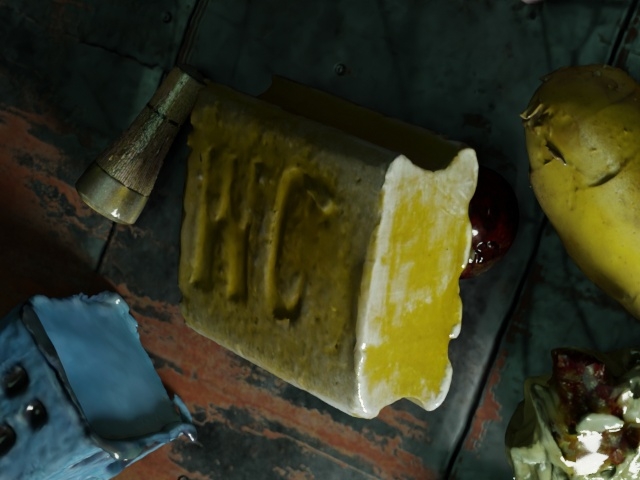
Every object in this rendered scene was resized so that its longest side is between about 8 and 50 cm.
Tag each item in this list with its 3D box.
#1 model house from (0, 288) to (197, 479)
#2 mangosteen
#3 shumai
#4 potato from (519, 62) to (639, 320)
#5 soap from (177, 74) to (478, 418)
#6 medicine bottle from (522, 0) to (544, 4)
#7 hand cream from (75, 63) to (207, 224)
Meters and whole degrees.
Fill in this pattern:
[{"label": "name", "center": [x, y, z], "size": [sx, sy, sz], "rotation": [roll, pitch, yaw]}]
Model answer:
[{"label": "model house", "center": [-0.341, 0.212, 2.076], "size": [0.303, 0.237, 0.215], "rotation": [-32, 78, 20]}, {"label": "mangosteen", "center": [0.146, -0.029, 1.940], "size": [0.140, 0.140, 0.140], "rotation": [0, 90, 23]}, {"label": "shumai", "center": [0.296, 0.202, 1.823], "size": [0.256, 0.218, 0.189], "rotation": [-25, 72, 21]}, {"label": "potato", "center": [0.317, -0.046, 1.850], "size": [0.173, 0.140, 0.300], "rotation": [-36, 82, 12]}, {"label": "soap", "center": [0.000, 0.000, 1.910], "size": [0.335, 0.156, 0.293], "rotation": [26, 112, 45]}, {"label": "medicine bottle", "center": [0.312, -0.338, 1.856], "size": [0.250, 0.133, 0.133], "rotation": [-15, 84, 23]}, {"label": "hand cream", "center": [-0.203, -0.119, 2.108], "size": [0.084, 0.084, 0.203], "rotation": [37, 98, 19]}]
